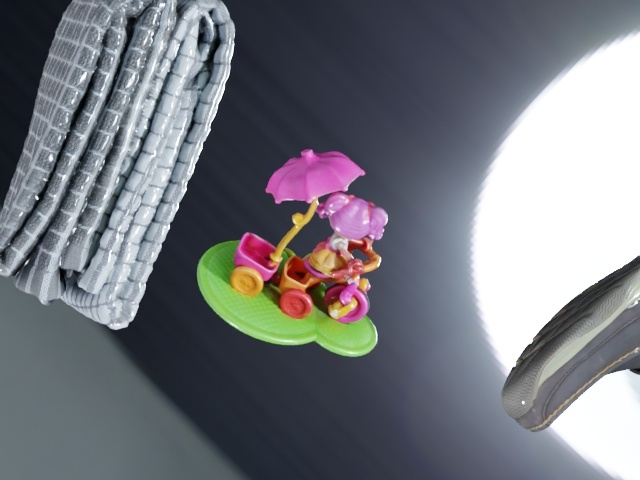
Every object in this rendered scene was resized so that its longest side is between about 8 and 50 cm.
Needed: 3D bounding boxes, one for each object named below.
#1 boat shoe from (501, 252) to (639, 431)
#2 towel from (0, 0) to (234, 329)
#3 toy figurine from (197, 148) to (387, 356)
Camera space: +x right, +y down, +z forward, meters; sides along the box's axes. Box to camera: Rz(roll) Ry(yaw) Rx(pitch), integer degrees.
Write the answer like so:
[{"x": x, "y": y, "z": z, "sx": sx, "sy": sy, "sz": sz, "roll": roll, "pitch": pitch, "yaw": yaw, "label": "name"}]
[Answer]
[{"x": 0.318, "y": 0.062, "z": 1.724, "sx": 0.355, "sy": 0.130, "sz": 0.132, "roll": -38, "pitch": -179, "yaw": -9, "label": "boat shoe"}, {"x": -0.184, "y": -0.084, "z": 1.623, "sx": 0.284, "sy": 0.121, "sz": 0.235, "roll": -68, "pitch": -163, "yaw": 2, "label": "towel"}, {"x": 0.000, "y": 0.000, "z": 1.708, "sx": 0.159, "sy": 0.173, "sz": 0.130, "roll": -62, "pitch": -178, "yaw": 35, "label": "toy figurine"}]
